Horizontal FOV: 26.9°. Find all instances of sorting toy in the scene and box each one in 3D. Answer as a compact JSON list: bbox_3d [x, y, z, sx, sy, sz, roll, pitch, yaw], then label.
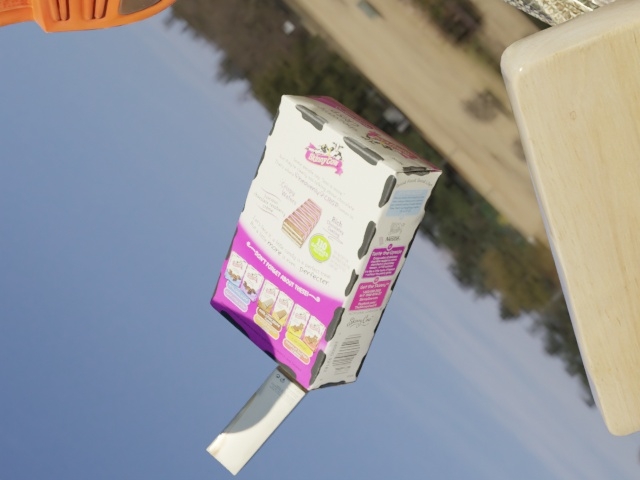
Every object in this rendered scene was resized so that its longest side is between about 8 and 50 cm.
[{"bbox_3d":[0.233,-0.053,0.709,0.089,0.256,0.257,-111,-1,-53],"label":"sorting toy"}]

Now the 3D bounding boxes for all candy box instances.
[{"bbox_3d":[0.000,0.000,1.263,0.071,0.233,0.159,-5,-146,-46],"label":"candy box"}]

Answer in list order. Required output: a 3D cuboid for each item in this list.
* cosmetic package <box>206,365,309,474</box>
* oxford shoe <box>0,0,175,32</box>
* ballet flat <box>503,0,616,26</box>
[{"bbox_3d":[-0.059,0.178,1.360,0.041,0.115,0.060,41,-171,5],"label":"cosmetic package"},{"bbox_3d":[-0.277,-0.211,0.936,0.364,0.130,0.132,-3,-138,-13],"label":"oxford shoe"},{"bbox_3d":[0.289,-0.180,1.026,0.483,0.164,0.182,31,178,22],"label":"ballet flat"}]
